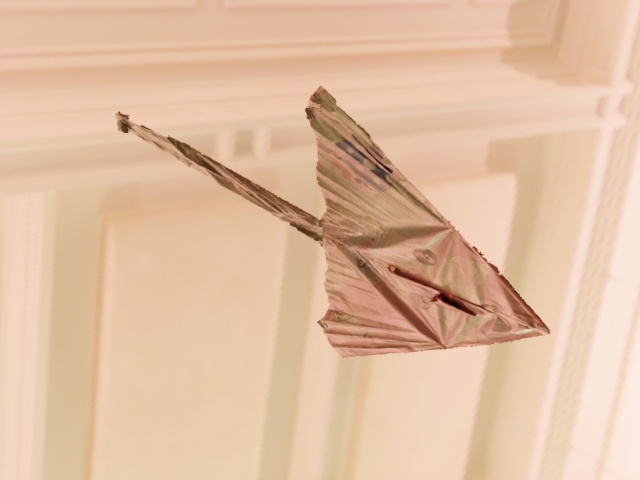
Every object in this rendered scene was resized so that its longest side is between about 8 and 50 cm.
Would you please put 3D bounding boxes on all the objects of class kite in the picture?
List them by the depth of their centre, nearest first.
[{"bbox_3d":[0.000,0.000,0.374,0.005,0.152,0.137,-53,-24,-30],"label":"kite"}]
